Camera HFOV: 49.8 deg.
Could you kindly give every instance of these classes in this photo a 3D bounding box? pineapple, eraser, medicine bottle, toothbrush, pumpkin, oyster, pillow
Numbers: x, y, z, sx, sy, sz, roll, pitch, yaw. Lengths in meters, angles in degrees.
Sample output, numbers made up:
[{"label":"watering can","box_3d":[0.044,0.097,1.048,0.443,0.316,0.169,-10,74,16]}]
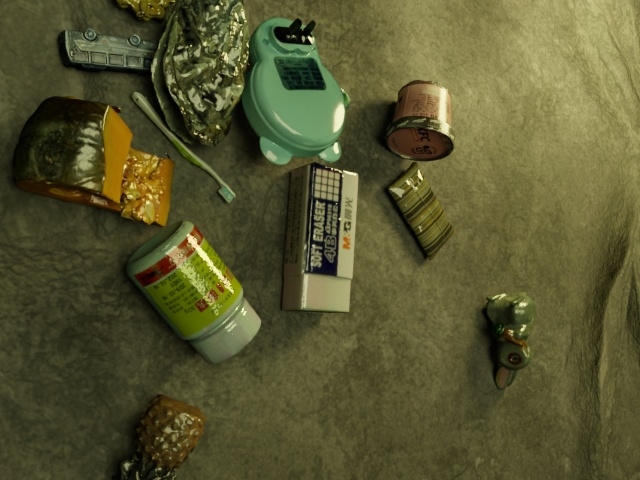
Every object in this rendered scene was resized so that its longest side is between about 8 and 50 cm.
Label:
[{"label":"pineapple","box_3d":[-0.275,0.382,1.136,0.119,0.111,0.237,24,79,2]},{"label":"eraser","box_3d":[0.000,0.000,1.370,0.130,0.086,0.288,8,81,-35]},{"label":"medicine bottle","box_3d":[-0.214,0.088,1.178,0.139,0.139,0.225,-46,111,-29]},{"label":"toothbrush","box_3d":[-0.245,-0.168,1.252,0.263,0.022,0.026,49,49,-22]},{"label":"pumpkin","box_3d":[-0.328,-0.118,1.085,0.280,0.190,0.140,14,77,-34]},{"label":"oyster","box_3d":[-0.196,-0.344,1.216,0.158,0.162,0.351,15,92,10]},{"label":"pillow","box_3d":[0.234,-0.066,1.571,0.113,0.038,0.203,-45,112,-30]}]

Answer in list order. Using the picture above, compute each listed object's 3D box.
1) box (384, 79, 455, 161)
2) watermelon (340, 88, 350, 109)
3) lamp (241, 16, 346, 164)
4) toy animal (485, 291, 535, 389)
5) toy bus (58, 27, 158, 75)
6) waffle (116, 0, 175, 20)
[{"label":"box","box_3d":[0.223,-0.267,1.521,0.151,0.151,0.135,22,65,-32]},{"label":"watermelon","box_3d":[0.025,-0.289,1.448,0.061,0.085,0.085,45,58,10]},{"label":"lamp","box_3d":[-0.056,-0.286,1.318,0.209,0.147,0.284,-8,96,-40]},{"label":"toy animal","box_3d":[0.473,0.242,1.670,0.138,0.108,0.237,-16,95,-36]},{"label":"toy bus","box_3d":[-0.356,-0.318,1.171,0.165,0.047,0.065,-3,92,-36]},{"label":"waffle","box_3d":[-0.306,-0.522,1.222,0.254,0.052,0.245,-46,113,-30]}]
